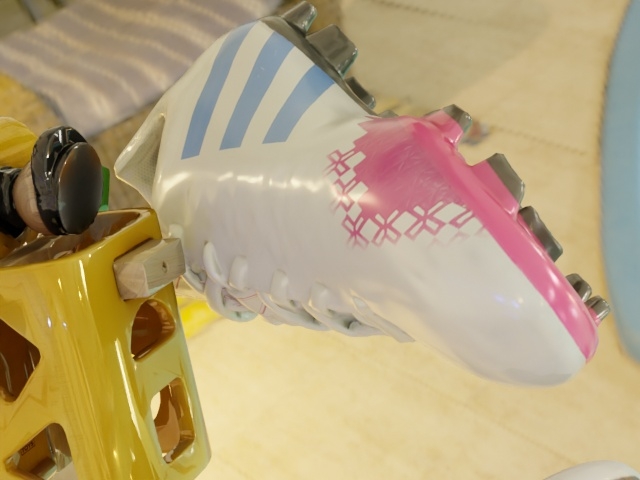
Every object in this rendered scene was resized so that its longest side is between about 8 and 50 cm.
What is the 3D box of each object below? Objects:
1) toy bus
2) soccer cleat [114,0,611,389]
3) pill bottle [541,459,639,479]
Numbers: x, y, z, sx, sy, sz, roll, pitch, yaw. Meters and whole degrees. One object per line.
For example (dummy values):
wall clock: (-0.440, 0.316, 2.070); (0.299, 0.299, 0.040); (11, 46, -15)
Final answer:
toy bus: (-0.109, 0.021, 0.627); (0.104, 0.202, 0.191); (-6, 60, 22)
soccer cleat: (0.000, 0.000, 0.651); (0.143, 0.116, 0.331); (-39, 28, -1)
pill bottle: (0.140, 0.197, 0.579); (0.117, 0.117, 0.215); (-32, 58, -14)
